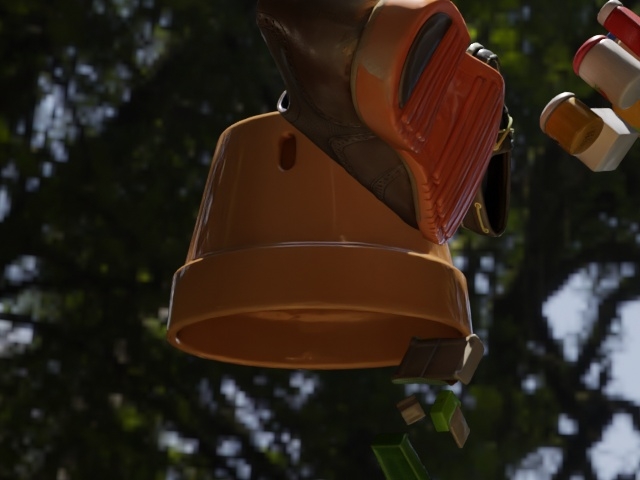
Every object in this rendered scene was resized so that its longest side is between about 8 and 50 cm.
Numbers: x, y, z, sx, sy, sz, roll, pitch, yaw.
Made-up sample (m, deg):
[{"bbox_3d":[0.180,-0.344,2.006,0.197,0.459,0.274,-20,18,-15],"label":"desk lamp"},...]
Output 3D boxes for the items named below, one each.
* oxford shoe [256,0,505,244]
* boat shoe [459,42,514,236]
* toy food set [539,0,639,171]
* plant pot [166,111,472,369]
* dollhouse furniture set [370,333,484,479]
[{"bbox_3d":[0.050,-0.102,1.351,0.132,0.130,0.364,21,-15,20],"label":"oxford shoe"},{"bbox_3d":[0.182,-0.108,1.985,0.068,0.081,0.228,22,-51,29],"label":"boat shoe"},{"bbox_3d":[0.245,-0.136,1.532,0.232,0.104,0.111,-8,-45,-53],"label":"toy food set"},{"bbox_3d":[0.000,0.000,1.728,0.290,0.204,0.291,1,-16,0],"label":"plant pot"},{"bbox_3d":[0.100,0.153,1.623,0.076,0.152,0.059,-6,-54,33],"label":"dollhouse furniture set"}]
